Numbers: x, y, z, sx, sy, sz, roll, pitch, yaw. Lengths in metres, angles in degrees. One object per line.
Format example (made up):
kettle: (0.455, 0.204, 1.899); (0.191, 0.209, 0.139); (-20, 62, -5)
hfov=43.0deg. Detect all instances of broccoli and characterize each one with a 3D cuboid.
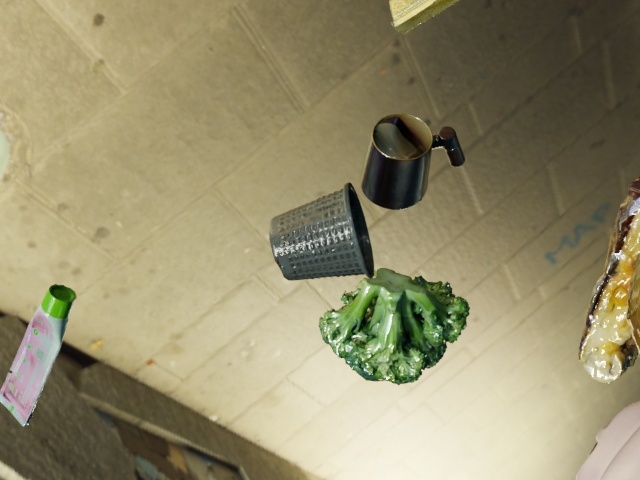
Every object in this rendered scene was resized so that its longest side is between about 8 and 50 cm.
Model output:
broccoli: (0.143, 0.155, 1.627); (0.294, 0.265, 0.245); (-5, 137, -11)

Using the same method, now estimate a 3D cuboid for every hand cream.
hand cream: (-0.497, 0.202, 1.424); (0.050, 0.079, 0.275); (12, 117, -36)

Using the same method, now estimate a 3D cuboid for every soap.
soap: (0.224, -0.461, 1.415); (0.252, 0.092, 0.037); (-25, 153, 38)

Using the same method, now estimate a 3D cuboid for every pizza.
pizza: (0.454, -0.004, 1.047); (0.409, 0.114, 0.278); (-54, 152, -17)

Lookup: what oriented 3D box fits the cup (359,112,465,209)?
cup: (0.210, -0.207, 1.914); (0.239, 0.166, 0.177); (-31, 153, -20)

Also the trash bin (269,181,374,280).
trash bin: (0.000, 0.000, 1.443); (0.161, 0.175, 0.175); (-15, 147, 12)

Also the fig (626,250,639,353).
fig: (0.371, -0.050, 0.652); (0.286, 0.286, 0.369); (-20, 97, -24)

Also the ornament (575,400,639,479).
ornament: (0.309, 0.232, 0.702); (0.177, 0.177, 0.177); (-24, 142, -20)
